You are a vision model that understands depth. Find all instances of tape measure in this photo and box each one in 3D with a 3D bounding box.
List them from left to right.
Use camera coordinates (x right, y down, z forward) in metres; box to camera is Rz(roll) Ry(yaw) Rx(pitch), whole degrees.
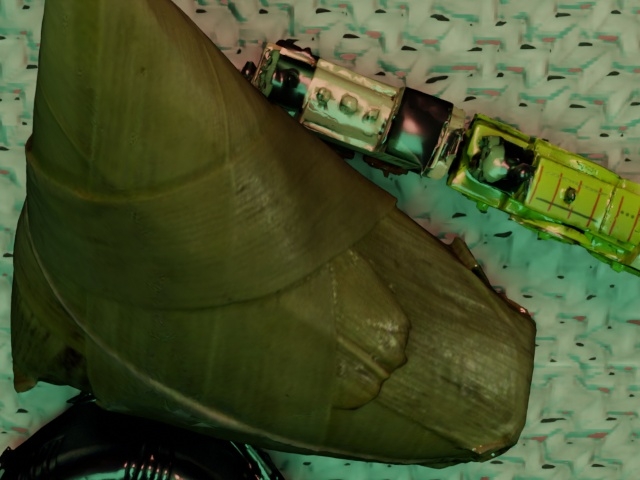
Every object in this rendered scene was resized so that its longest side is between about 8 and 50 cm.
[{"bbox_3d":[-0.108,0.183,0.652,0.199,0.112,0.186,-35,103,9],"label":"tape measure"}]

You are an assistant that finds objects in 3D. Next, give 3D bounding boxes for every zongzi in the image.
[{"bbox_3d":[0.000,0.000,0.515,0.273,0.145,0.300,16,150,-8],"label":"zongzi"}]

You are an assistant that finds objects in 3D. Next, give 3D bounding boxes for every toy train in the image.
[{"bbox_3d":[0.077,-0.042,0.591,0.249,0.085,0.053,22,90,-7],"label":"toy train"}]
